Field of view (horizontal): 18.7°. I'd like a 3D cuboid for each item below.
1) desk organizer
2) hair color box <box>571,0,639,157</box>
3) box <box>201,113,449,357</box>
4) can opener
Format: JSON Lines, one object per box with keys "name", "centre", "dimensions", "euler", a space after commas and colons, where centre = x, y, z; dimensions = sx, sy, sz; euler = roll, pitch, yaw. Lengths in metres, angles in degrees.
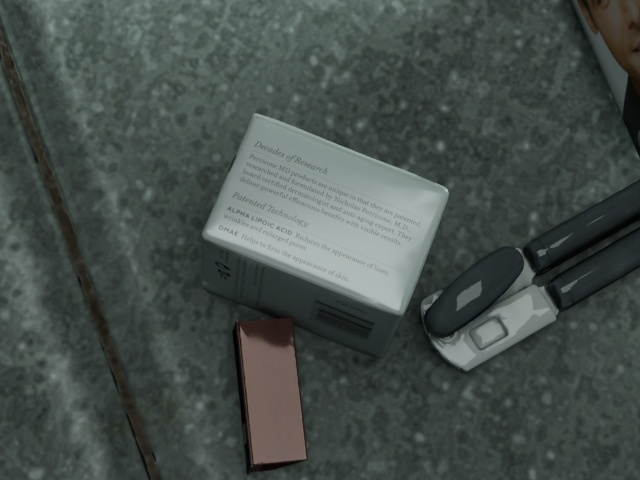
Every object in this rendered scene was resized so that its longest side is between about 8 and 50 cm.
{"name": "desk organizer", "centre": [-0.044, 0.134, 1.698], "dimensions": [0.050, 0.047, 0.130], "euler": [-5, 76, -8]}
{"name": "hair color box", "centre": [0.332, -0.180, 1.704], "dimensions": [0.113, 0.185, 0.374], "euler": [-13, 69, -19]}
{"name": "box", "centre": [0.000, 0.000, 1.666], "dimensions": [0.182, 0.181, 0.119], "euler": [22, 74, 2]}
{"name": "can opener", "centre": [0.217, 0.019, 1.720], "dimensions": [0.283, 0.095, 0.076], "euler": [-29, 79, -11]}
